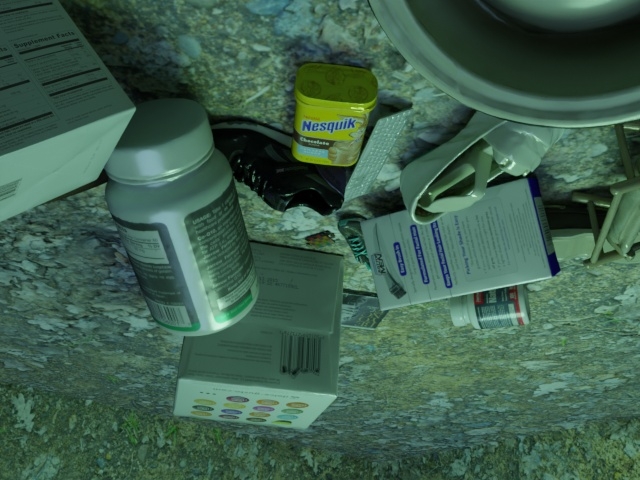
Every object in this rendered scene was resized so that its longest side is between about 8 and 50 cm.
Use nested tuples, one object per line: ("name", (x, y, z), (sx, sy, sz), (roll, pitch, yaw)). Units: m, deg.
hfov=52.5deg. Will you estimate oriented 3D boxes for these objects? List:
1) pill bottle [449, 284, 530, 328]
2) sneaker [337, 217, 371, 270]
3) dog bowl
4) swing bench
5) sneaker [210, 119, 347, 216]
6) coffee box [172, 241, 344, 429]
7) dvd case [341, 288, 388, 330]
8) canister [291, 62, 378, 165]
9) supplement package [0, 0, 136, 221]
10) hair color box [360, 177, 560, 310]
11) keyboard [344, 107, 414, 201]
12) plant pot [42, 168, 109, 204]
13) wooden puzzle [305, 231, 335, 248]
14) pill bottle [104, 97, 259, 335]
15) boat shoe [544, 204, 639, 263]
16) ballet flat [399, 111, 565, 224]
("pill bottle", (0.414, 0.162, 1.592), (0.180, 0.108, 0.108), (-10, 148, 22))
("sneaker", (0.090, 0.010, 1.389), (0.065, 0.076, 0.166), (-16, 145, 29))
("dog bowl", (0.244, -0.315, 0.620), (0.408, 0.150, 0.408), (17, 141, 14))
("swing bench", (0.582, -0.084, 1.087), (0.255, 0.165, 0.253), (-3, 149, 10))
("sneaker", (-0.087, -0.119, 1.130), (0.283, 0.124, 0.107), (10, 149, -12))
("coffee box", (-0.151, 0.232, 1.537), (0.338, 0.338, 0.334), (10, 150, -10))
("dvd case", (0.097, 0.192, 1.767), (0.164, 0.018, 0.221), (8, 150, -9))
("canister", (0.017, -0.195, 1.040), (0.126, 0.073, 0.170), (5, 152, -3))
("supplement package", (-0.418, -0.193, 0.836), (0.262, 0.198, 0.199), (54, 138, 1))
("hair color box", (0.262, 0.011, 1.247), (0.339, 0.185, 0.110), (-14, 177, 27))
("keyboard", (0.092, -0.143, 1.145), (0.072, 0.014, 0.256), (-28, 162, -26))
("plant pot", (-0.457, -0.149, 1.065), (0.230, 0.215, 0.215), (-5, 153, -15))
("wooden puzzle", (0.000, 0.000, 1.450), (0.083, 0.006, 0.049), (-17, 145, 31))
("pill bottle", (-0.230, -0.034, 1.074), (0.204, 0.204, 0.361), (-2, 126, 9))
("boat shoe", (0.550, -0.019, 1.273), (0.324, 0.096, 0.116), (0, 145, 5))
("ballet flat", (0.278, -0.137, 1.058), (0.139, 0.139, 0.400), (20, 146, -27))
